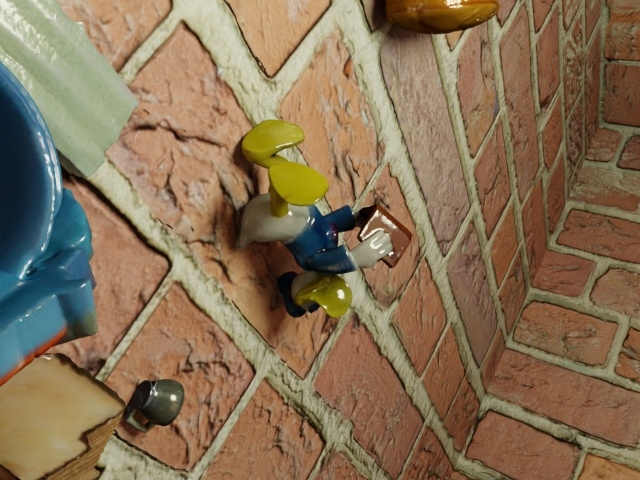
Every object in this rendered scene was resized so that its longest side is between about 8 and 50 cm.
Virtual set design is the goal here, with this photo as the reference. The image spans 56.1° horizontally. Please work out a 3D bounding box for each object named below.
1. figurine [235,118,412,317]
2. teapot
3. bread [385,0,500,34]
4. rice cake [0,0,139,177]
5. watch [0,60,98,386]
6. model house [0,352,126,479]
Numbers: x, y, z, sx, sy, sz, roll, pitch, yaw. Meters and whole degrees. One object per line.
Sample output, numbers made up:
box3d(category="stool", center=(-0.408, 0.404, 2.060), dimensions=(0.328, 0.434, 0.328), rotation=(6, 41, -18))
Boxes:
box3d(category="figurine", center=(0.000, 0.000, 1.005), dimensions=(0.205, 0.283, 0.338), rotation=(-99, -164, -46))
box3d(category="teapot", center=(-0.241, 0.236, 0.862), dimensions=(0.057, 0.066, 0.088), rotation=(35, 97, -37))
box3d(category="bread", center=(0.234, -0.467, 1.143), dimensions=(0.269, 0.195, 0.143), rotation=(-32, 120, -50))
box3d(category="rice cake", center=(-0.288, -0.177, 0.610), dimensions=(0.127, 0.043, 0.237), rotation=(-64, 148, -17))
box3d(category="watch", center=(-0.310, -0.041, 0.491), dimensions=(0.305, 0.241, 0.275), rotation=(-68, 147, -59))
box3d(category="model house", center=(-0.331, 0.241, 0.649), dimensions=(0.172, 0.166, 0.183), rotation=(-65, 165, 14))
